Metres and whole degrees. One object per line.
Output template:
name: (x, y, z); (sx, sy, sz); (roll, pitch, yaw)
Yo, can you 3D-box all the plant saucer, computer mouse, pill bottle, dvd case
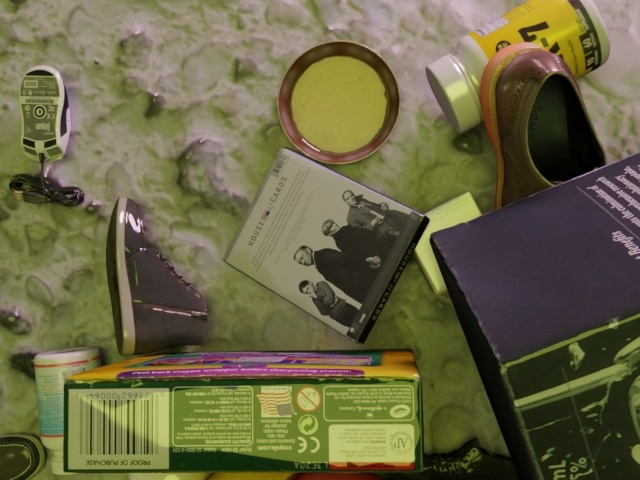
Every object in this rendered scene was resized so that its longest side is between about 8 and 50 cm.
plant saucer: (0.025, -0.187, 1.053); (0.168, 0.029, 0.169); (0, 89, 4)
computer mouse: (-0.382, -0.146, 1.082); (0.106, 0.042, 0.193); (4, 95, 10)
pill bottle: (0.249, -0.230, 0.990); (0.208, 0.119, 0.119); (-29, 87, 4)
pill bottle: (-0.338, 0.229, 1.046); (0.087, 0.087, 0.160); (-5, 88, 5)
dvd case: (0.000, 0.000, 1.004); (0.238, 0.029, 0.179); (29, 91, 31)

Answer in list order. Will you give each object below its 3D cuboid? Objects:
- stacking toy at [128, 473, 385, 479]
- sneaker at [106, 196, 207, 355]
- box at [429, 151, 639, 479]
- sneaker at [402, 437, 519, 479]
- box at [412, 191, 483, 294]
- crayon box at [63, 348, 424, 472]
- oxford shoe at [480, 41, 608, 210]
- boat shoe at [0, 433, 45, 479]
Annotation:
stacking toy: (-0.043, 0.370, 0.950); (0.479, 0.350, 0.351); (29, 91, 22)
sneaker: (-0.226, 0.047, 1.055); (0.118, 0.083, 0.222); (-1, 71, -26)
box: (0.427, 0.155, 0.802); (0.471, 0.297, 0.480); (-22, 112, 6)
sneaker: (0.184, 0.295, 1.021); (0.170, 0.051, 0.089); (27, 91, 0)
box: (0.171, 0.005, 1.007); (0.101, 0.087, 0.102); (-28, 87, 4)
crayon box: (-0.067, 0.191, 0.910); (0.362, 0.313, 0.106); (-1, 85, 5)
oxford shoe: (0.283, -0.051, 0.931); (0.129, 0.133, 0.364); (-23, 113, 1)
boat shoe: (-0.496, 0.328, 1.063); (0.223, 0.073, 0.080); (-15, 88, 5)
